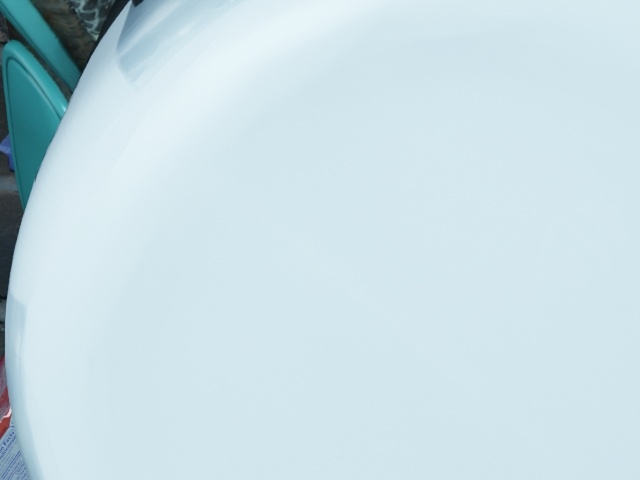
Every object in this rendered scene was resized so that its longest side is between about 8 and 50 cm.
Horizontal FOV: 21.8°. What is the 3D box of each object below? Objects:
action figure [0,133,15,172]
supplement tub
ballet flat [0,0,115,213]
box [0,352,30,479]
[{"bbox_3d":[-0.115,-0.052,1.565,0.330,0.341,0.178,100,-170,-47],"label":"action figure"},{"bbox_3d":[0.021,-0.016,0.489,0.316,0.193,0.194,-102,19,-73],"label":"supplement tub"},{"bbox_3d":[-0.081,-0.111,0.738,0.164,0.182,0.483,51,167,24],"label":"ballet flat"},{"bbox_3d":[-0.196,0.113,1.444,0.257,0.128,0.122,-57,22,-11],"label":"box"}]
